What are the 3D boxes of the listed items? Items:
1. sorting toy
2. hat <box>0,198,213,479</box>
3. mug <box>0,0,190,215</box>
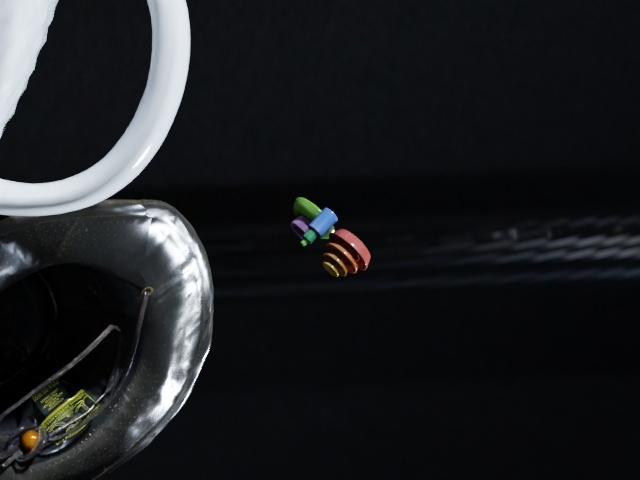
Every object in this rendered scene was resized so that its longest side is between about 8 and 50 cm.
[{"bbox_3d":[0.000,0.000,1.575,0.042,0.102,0.061,-45,-29,-16],"label":"sorting toy"},{"bbox_3d":[-0.233,0.066,1.257,0.331,0.134,0.331,-30,-36,-25],"label":"hat"},{"bbox_3d":[-0.268,-0.150,1.067,0.374,0.276,0.328,17,-83,2],"label":"mug"}]
